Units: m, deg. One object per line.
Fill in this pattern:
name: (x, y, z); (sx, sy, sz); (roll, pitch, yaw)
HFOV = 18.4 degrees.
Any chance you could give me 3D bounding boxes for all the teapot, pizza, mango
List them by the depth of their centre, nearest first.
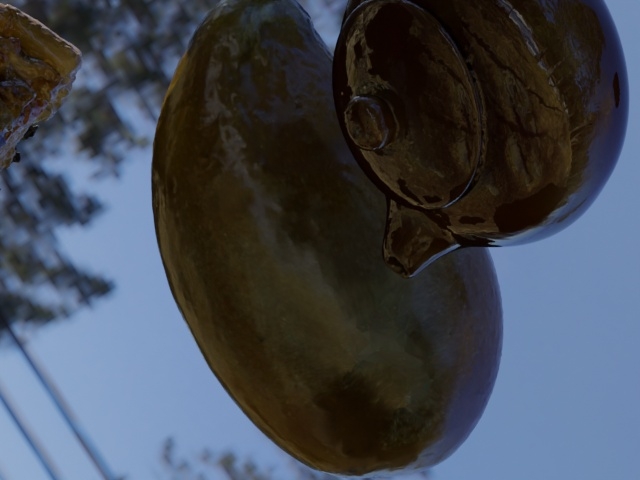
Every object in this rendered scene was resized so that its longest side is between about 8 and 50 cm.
teapot: (0.069, -0.093, 1.006); (0.178, 0.135, 0.252); (32, -47, 36)
mango: (0.000, 0.000, 1.213); (0.316, 0.193, 0.146); (66, -17, -12)
pizza: (-0.244, -0.079, 1.265); (0.154, 0.194, 0.069); (22, -30, -14)
